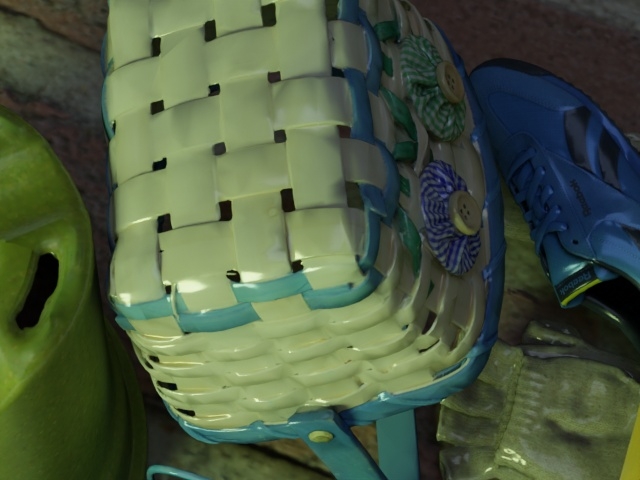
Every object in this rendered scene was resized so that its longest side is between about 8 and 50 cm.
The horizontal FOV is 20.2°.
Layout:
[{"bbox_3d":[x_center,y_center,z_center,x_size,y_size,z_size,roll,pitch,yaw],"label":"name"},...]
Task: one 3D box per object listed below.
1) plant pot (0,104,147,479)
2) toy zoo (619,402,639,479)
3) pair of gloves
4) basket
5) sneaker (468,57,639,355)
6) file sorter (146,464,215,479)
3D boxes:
[{"bbox_3d":[-0.214,0.057,0.912,0.276,0.254,0.276,5,63,-9],"label":"plant pot"},{"bbox_3d":[0.250,0.100,0.996,0.192,0.030,0.293,36,62,-33],"label":"toy zoo"},{"bbox_3d":[0.171,0.043,1.075,0.204,0.042,0.240,5,67,-3],"label":"pair of gloves"},{"bbox_3d":[0.000,0.000,0.956,0.201,0.289,0.255,-10,67,11],"label":"basket"},{"bbox_3d":[0.146,-0.018,1.033,0.082,0.069,0.209,-34,75,-29],"label":"sneaker"},{"bbox_3d":[-0.065,0.219,0.951,0.118,0.104,0.170,17,66,4],"label":"file sorter"}]
